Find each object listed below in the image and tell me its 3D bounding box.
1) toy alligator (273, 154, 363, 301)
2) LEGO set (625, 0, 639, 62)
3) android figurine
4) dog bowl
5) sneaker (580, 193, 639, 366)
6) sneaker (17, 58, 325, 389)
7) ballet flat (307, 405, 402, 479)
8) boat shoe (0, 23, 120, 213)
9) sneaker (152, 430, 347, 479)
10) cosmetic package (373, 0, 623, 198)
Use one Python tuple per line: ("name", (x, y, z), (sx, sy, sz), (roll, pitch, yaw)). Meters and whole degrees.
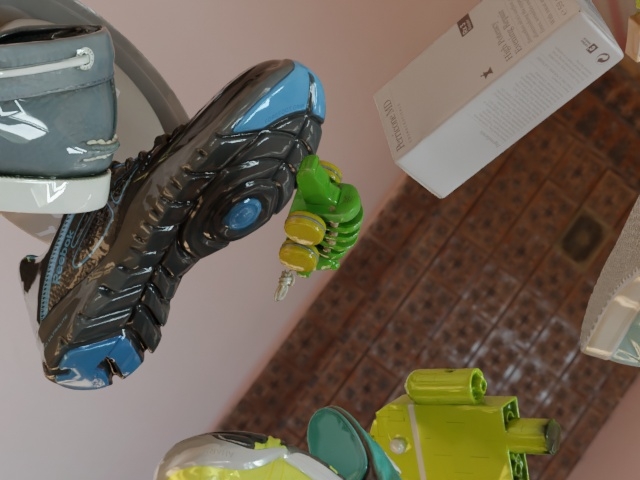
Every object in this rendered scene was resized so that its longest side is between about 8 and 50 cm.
("toy alligator", (0.000, 0.000, 0.808), (0.051, 0.056, 0.189), (17, -32, 2))
("LEGO set", (0.296, -0.301, 1.110), (0.107, 0.132, 0.287), (27, -5, 31))
("android figurine", (0.160, 0.271, 1.319), (0.273, 0.248, 0.056), (-3, 10, 35))
("dog bowl", (-0.287, -0.133, 1.253), (0.349, 0.102, 0.349), (41, 27, -26))
("sneaker", (0.409, 0.035, 1.228), (0.150, 0.135, 0.366), (14, -28, 3))
("sneaker", (-0.139, -0.034, 0.903), (0.125, 0.341, 0.139), (22, 27, -53))
("ballet flat", (0.063, 0.284, 1.218), (0.087, 0.083, 0.247), (26, 18, -38))
("boat shoe", (-0.234, -0.078, 0.490), (0.319, 0.099, 0.116), (6, 14, -40))
("sneaker", (-0.002, 0.308, 0.795), (0.384, 0.145, 0.147), (60, 20, -14))
("cosmetic package", (0.168, -0.161, 1.082), (0.085, 0.231, 0.117), (33, 29, -36))
